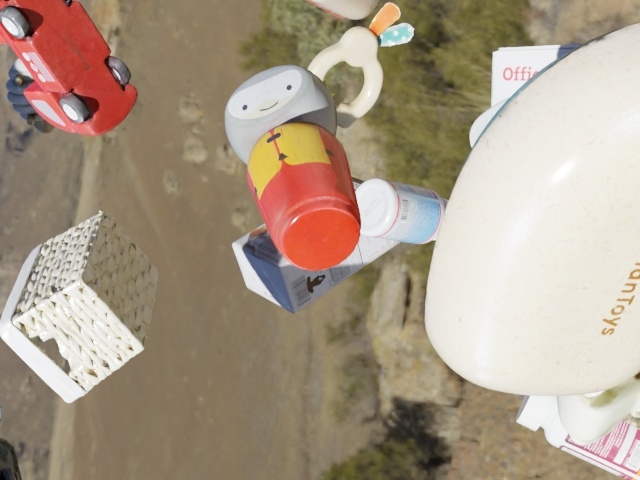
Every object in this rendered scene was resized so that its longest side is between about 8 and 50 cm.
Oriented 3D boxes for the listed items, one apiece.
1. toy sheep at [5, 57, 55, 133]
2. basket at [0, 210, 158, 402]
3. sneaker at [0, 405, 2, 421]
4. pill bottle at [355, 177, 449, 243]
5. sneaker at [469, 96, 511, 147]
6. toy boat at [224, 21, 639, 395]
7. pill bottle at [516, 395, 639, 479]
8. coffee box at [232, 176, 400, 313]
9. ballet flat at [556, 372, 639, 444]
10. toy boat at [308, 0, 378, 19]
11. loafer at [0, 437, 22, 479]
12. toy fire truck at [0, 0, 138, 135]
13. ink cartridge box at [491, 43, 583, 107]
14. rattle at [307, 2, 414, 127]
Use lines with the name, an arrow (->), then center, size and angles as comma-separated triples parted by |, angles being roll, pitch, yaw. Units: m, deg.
toy sheep -> -0.395, -0.212, 1.319 | 0.091, 0.091, 0.132 | -117, 21, -61
basket -> -0.240, 0.062, 0.975 | 0.103, 0.113, 0.167 | -30, 26, 13
sneaker -> -0.528, 0.242, 1.228 | 0.092, 0.229, 0.087 | 55, 131, 45
pill bottle -> 0.128, -0.040, 1.412 | 0.087, 0.160, 0.087 | -10, 77, 46
sneaker -> 0.289, -0.130, 1.080 | 0.217, 0.121, 0.079 | -16, 75, 39
toy boat -> 0.103, -0.032, 0.574 | 0.148, 0.318, 0.267 | -108, 33, -50
pill bottle -> 0.436, 0.292, 1.519 | 0.121, 0.221, 0.121 | -62, -11, -21
coffee box -> 0.000, 0.000, 1.562 | 0.141, 0.246, 0.098 | 24, 139, 48
ballet flat -> 0.333, 0.153, 0.839 | 0.483, 0.182, 0.164 | 35, 148, 29
toy boat -> 0.010, -0.416, 1.379 | 0.151, 0.231, 0.151 | 29, 101, 24
loafer -> -0.309, 0.299, 0.919 | 0.084, 0.096, 0.267 | -31, 40, 16
toy fire truck -> -0.208, -0.150, 0.587 | 0.135, 0.192, 0.047 | 12, 52, 44
ink cartridge box -> 0.443, -0.134, 1.628 | 0.285, 0.166, 0.395 | 15, 108, 55
rattle -> 0.042, -0.283, 1.454 | 0.199, 0.130, 0.143 | -63, 16, 14
